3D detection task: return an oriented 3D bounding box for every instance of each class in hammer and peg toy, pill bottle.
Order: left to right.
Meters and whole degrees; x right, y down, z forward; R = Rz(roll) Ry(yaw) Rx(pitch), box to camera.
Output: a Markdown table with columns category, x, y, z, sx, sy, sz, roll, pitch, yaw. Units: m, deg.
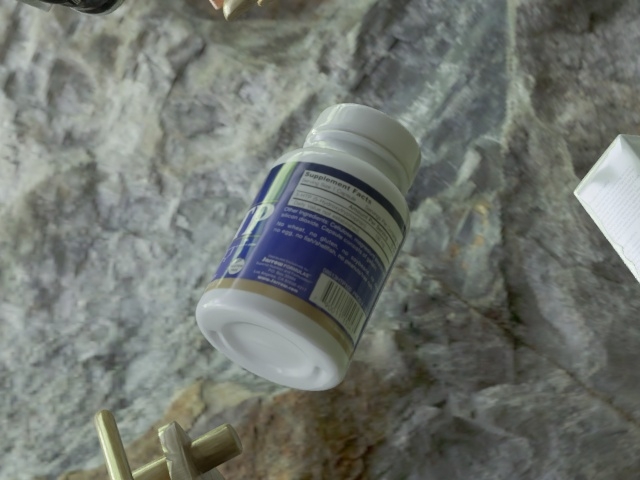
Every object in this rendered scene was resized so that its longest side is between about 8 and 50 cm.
| category | x | y | z | sx | sy | sz | roll | pitch | yaw |
| --- | --- | --- | --- | --- | --- | --- | --- | --- | --- |
| hammer and peg toy | -0.102 | 0.309 | 1.202 | 0.127 | 0.361 | 0.266 | -28 | -137 | 1 |
| pill bottle | 0.000 | 0.000 | 0.816 | 0.112 | 0.112 | 0.186 | 14 | -120 | 22 |

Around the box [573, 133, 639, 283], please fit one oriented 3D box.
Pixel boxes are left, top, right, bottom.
| category | x | y | z | sx | sy | sz | roll | pitch | yaw |
| --- | --- | --- | --- | --- | --- | --- | --- | --- | --- |
| box | 0.374 | -0.021 | 1.213 | 0.091 | 0.130 | 0.170 | -58 | -132 | 38 |

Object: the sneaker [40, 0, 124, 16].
| category | x | y | z | sx | sy | sz | roll | pitch | yaw |
| --- | --- | --- | --- | --- | --- | --- | --- | --- | --- |
| sneaker | -0.311 | -0.341 | 1.184 | 0.101 | 0.153 | 0.268 | -42 | -86 | 15 |

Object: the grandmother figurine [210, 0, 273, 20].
| category | x | y | z | sx | sy | sz | roll | pitch | yaw |
| --- | --- | --- | --- | --- | --- | --- | --- | --- | --- |
| grandmother figurine | -0.172 | -0.411 | 1.316 | 0.104 | 0.208 | 0.342 | -38 | -91 | 31 |

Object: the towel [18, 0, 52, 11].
| category | x | y | z | sx | sy | sz | roll | pitch | yaw |
| --- | --- | --- | --- | --- | --- | --- | --- | --- | --- |
| towel | -0.462 | -0.440 | 1.580 | 0.317 | 0.332 | 0.053 | -28 | -126 | 52 |
